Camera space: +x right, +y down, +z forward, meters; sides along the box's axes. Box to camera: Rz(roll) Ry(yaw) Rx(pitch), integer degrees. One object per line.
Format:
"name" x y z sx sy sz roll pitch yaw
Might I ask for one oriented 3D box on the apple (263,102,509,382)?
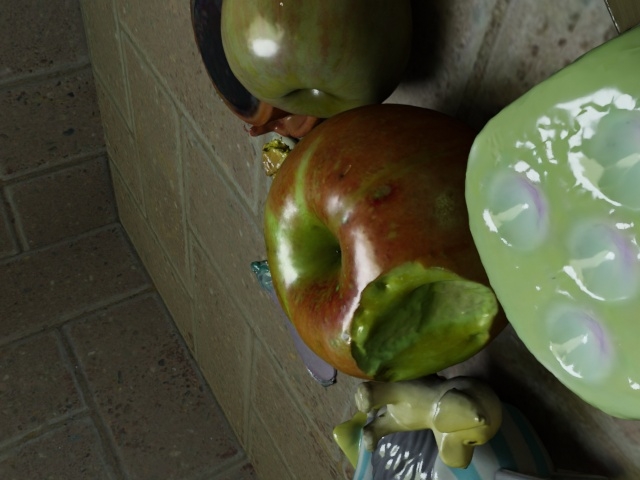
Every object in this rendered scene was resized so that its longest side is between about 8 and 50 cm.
"apple" 0.101 -0.001 0.809 0.339 0.339 0.339 45 147 41

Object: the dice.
"dice" 0.284 -0.029 0.474 0.250 0.252 0.254 65 154 5

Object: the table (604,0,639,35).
"table" 0.246 -0.286 0.482 0.227 0.167 0.167 63 157 -9

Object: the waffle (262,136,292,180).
"waffle" -0.023 -0.101 1.184 0.253 0.056 0.249 40 168 25

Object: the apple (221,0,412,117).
"apple" -0.004 -0.293 0.864 0.257 0.257 0.234 162 113 -66

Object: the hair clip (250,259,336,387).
"hair clip" -0.048 0.196 1.568 0.359 0.110 0.095 65 -164 -3

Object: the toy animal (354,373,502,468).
"toy animal" 0.124 0.209 0.863 0.233 0.168 0.121 -138 36 -67

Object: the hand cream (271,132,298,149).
"hand cream" -0.051 -0.172 1.311 0.143 0.039 0.061 46 146 31

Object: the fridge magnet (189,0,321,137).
"fridge magnet" -0.108 -0.346 1.132 0.363 0.155 0.363 48 153 34

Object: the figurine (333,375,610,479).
"figurine" 0.173 0.344 0.890 0.266 0.361 0.377 43 148 -4
